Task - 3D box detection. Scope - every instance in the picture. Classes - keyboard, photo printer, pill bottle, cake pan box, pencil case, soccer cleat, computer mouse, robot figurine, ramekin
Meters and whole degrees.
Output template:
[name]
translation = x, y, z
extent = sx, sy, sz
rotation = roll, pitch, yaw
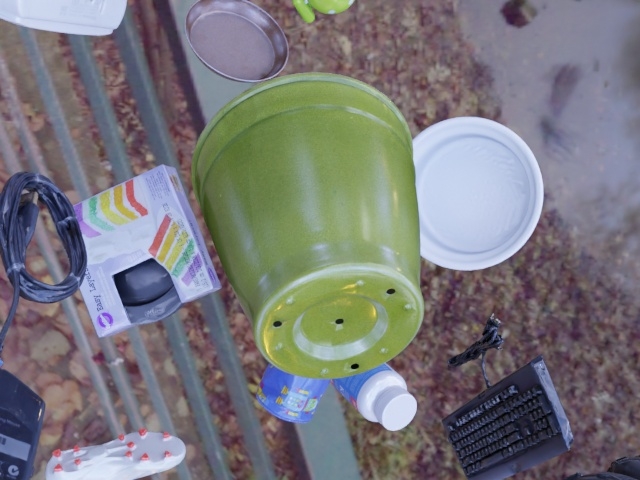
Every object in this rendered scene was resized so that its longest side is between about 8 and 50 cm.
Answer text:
[keyboard]
translation = 0.236, 0.226, 1.211
extent = 0.033, 0.317, 0.201
rotation = -10, 68, -20
[photo printer]
translation = -0.497, -0.415, 1.347
extent = 0.256, 0.307, 0.107
rotation = -23, 135, -67
[pill bottle]
translation = 0.117, 0.330, 1.954
extent = 0.124, 0.221, 0.124
rotation = -12, 116, -26
[cake pan box]
translation = -0.344, 0.026, 1.631
extent = 0.245, 0.070, 0.267
rotation = -22, 85, 9
[pencil case]
translation = -0.017, 0.191, 1.652
extent = 0.119, 0.133, 0.306
rotation = 12, 106, -48
[soccer cleat]
translation = -0.290, 0.320, 1.238
extent = 0.196, 0.068, 0.076
rotation = -8, 129, -9
[computer mouse]
translation = -0.158, 0.053, 0.406
extent = 0.071, 0.242, 0.041
rotation = 31, 123, -24
[robot figurine]
translation = 0.011, -0.318, 1.074
extent = 0.101, 0.115, 0.067
rotation = -31, 112, 8
[ramekin]
translation = 0.279, -0.086, 1.623
extent = 0.135, 0.277, 0.277
rotation = -6, 104, -72

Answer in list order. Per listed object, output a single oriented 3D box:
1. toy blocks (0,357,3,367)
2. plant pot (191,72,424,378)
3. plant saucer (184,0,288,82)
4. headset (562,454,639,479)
[toy blocks]
translation = -0.643, 0.295, 1.557
extent = 0.191, 0.381, 0.261
rotation = -52, 144, 5
[plant pot]
translation = 0.000, 0.000, 1.295
extent = 0.366, 0.353, 0.366
rotation = -6, 134, -7
[plant saucer]
translation = -0.132, -0.305, 1.336
extent = 0.168, 0.029, 0.168
rotation = 13, 56, -20
[headset]
translation = 0.287, 0.240, 0.799
extent = 0.243, 0.394, 0.185
rotation = -3, 74, -41
